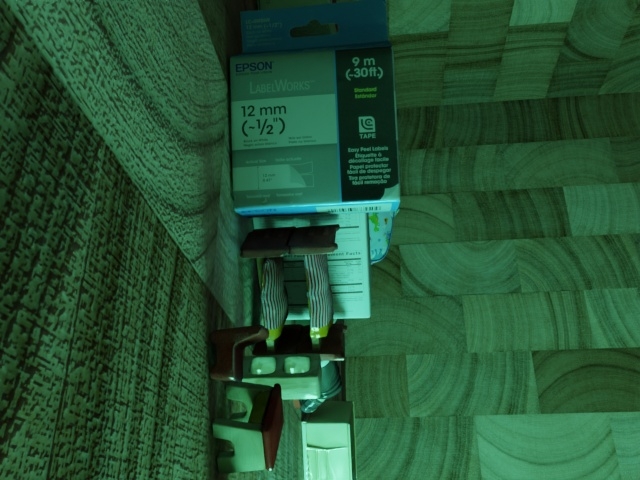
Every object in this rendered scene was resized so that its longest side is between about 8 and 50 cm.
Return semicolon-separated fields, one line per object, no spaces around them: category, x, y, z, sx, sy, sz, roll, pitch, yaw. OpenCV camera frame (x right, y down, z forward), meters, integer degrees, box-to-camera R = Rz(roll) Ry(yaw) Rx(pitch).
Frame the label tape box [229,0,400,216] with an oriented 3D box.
label tape box;-0.010;-0.216;0.979;0.115;0.249;0.348;24;64;-84

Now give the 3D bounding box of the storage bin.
storage bin;0.030;0.583;1.696;0.262;0.123;0.261;17;71;-85

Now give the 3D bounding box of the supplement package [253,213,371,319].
supplement package;-0.008;-0.014;1.173;0.199;0.198;0.263;-76;162;-71

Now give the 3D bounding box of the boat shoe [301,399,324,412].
boat shoe;-0.026;0.396;1.640;0.065;0.075;0.206;-50;179;-1

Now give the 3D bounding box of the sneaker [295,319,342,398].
sneaker;-0.003;0.265;1.537;0.296;0.104;0.147;-85;168;-63

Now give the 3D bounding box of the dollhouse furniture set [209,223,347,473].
dollhouse furniture set;-0.047;0.131;0.916;0.374;0.152;0.201;-79;165;-69

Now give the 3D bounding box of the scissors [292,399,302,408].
scissors;-0.067;0.297;1.370;0.297;0.021;0.109;70;19;-68

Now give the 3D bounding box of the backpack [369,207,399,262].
backpack;0.079;-0.090;1.809;0.273;0.290;0.356;38;-60;49

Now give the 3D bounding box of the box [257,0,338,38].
box;-0.043;-0.500;1.330;0.232;0.148;0.127;-59;145;-82
